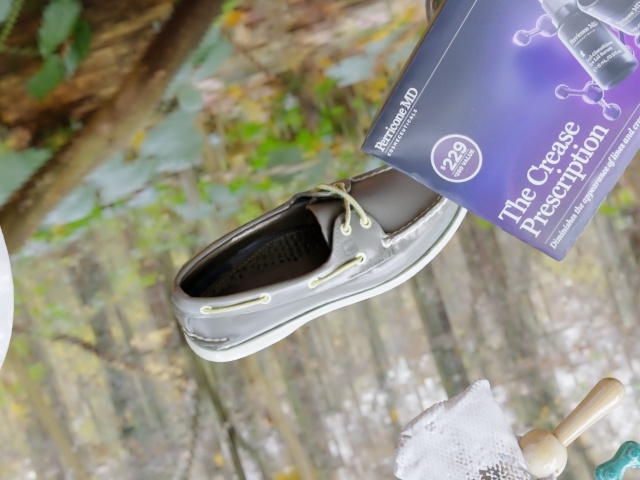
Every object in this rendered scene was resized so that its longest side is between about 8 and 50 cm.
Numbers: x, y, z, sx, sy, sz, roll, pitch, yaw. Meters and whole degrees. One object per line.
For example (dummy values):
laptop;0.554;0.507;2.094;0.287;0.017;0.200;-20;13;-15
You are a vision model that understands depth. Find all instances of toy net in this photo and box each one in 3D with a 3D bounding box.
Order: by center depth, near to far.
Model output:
toy net;0.153;0.134;0.836;0.232;0.122;0.045;0;171;-5

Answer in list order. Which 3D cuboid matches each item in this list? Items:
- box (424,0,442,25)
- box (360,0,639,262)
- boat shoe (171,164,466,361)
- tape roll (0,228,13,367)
box;0.185;-0.245;1.445;0.163;0.142;0.247;-1;150;0
box;0.174;-0.144;1.154;0.261;0.184;0.103;-60;180;26
boat shoe;0.002;0.003;1.414;0.305;0.109;0.091;-30;146;-7
tape roll;-0.348;0.035;1.000;0.246;0.246;0.169;-16;-174;34
